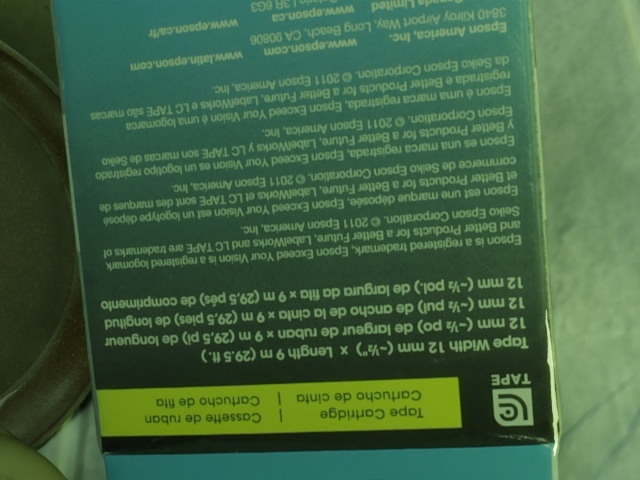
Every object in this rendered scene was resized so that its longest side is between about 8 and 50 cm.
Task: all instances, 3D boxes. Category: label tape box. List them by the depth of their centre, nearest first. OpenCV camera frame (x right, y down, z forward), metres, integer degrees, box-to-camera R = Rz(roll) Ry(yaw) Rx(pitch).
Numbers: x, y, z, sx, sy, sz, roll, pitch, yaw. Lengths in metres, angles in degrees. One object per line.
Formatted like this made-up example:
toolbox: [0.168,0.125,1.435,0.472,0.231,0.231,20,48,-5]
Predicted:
label tape box: [0.000,0.000,0.541,0.249,0.115,0.348,-4,97,12]

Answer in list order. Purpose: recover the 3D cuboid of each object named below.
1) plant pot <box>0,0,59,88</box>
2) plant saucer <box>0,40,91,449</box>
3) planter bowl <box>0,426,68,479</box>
plant pot: [-0.206,-0.253,0.673,0.333,0.305,0.334,-8,57,13]
plant saucer: [-0.271,0.012,0.568,0.310,0.311,0.050,-37,25,-7]
planter bowl: [-0.201,0.165,0.520,0.162,0.162,0.109,-31,29,-3]
